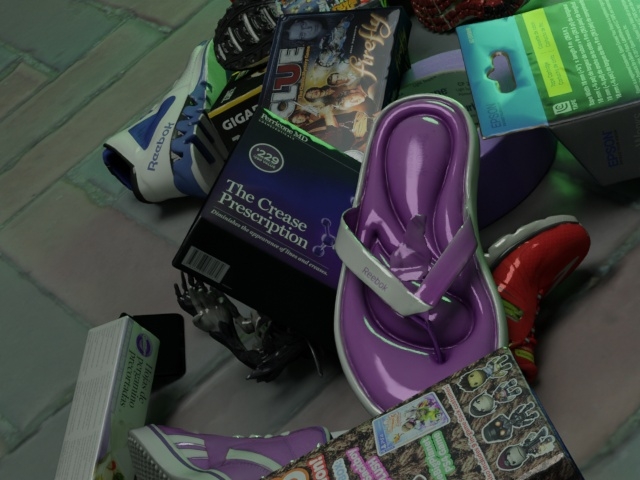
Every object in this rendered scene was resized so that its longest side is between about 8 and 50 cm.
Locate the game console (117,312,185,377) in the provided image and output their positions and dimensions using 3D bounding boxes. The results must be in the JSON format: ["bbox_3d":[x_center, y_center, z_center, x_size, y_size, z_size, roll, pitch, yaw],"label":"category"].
[{"bbox_3d":[-0.225,0.150,1.763,0.107,0.071,0.122,-53,24,25],"label":"game console"}]

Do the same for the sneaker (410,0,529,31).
[{"bbox_3d":[0.214,-0.346,2.003,0.093,0.088,0.225,-30,27,-37],"label":"sneaker"}]

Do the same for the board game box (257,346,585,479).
[{"bbox_3d":[0.088,0.267,1.149,0.291,0.232,0.141,-30,33,5],"label":"board game box"}]

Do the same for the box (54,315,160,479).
[{"bbox_3d":[-0.241,0.235,1.558,0.067,0.063,0.324,-21,45,29],"label":"box"}]

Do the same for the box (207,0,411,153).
[{"bbox_3d":[-0.010,-0.226,1.926,0.257,0.079,0.322,-25,13,9],"label":"box"}]

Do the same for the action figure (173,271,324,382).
[{"bbox_3d":[-0.072,0.066,1.631,0.164,0.141,0.276,-41,31,-18],"label":"action figure"}]

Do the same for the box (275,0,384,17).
[{"bbox_3d":[0.010,-0.309,1.853,0.137,0.027,0.094,-25,55,17],"label":"box"}]

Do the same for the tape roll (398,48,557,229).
[{"bbox_3d":[0.143,-0.115,1.736,0.275,0.090,0.274,-22,33,15],"label":"tape roll"}]

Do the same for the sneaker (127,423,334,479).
[{"bbox_3d":[-0.072,0.220,1.341,0.161,0.102,0.282,-19,16,-25],"label":"sneaker"}]

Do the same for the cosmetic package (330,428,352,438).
[{"bbox_3d":[-0.004,0.255,1.379,0.231,0.085,0.117,-13,38,30],"label":"cosmetic package"}]

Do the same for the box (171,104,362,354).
[{"bbox_3d":[0.000,0.000,1.544,0.103,0.261,0.184,-55,9,46],"label":"box"}]

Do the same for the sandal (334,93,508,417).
[{"bbox_3d":[0.085,0.003,1.412,0.169,0.102,0.416,-11,51,12],"label":"sandal"}]

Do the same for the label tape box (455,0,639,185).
[{"bbox_3d":[0.336,-0.180,1.590,0.334,0.106,0.240,-14,37,8],"label":"label tape box"}]

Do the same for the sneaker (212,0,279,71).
[{"bbox_3d":[-0.025,-0.312,1.956,0.272,0.108,0.100,-32,70,13],"label":"sneaker"}]

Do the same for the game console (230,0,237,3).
[{"bbox_3d":[0.065,-0.447,2.193,0.387,0.060,0.342,-34,22,-12],"label":"game console"}]

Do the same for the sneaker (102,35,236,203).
[{"bbox_3d":[-0.219,-0.162,2.060,0.182,0.127,0.315,-16,38,20],"label":"sneaker"}]

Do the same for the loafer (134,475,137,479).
[{"bbox_3d":[-0.199,0.248,1.586,0.045,0.039,0.125,-36,33,-8],"label":"loafer"}]

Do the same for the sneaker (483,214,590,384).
[{"bbox_3d":[0.186,0.093,1.447,0.279,0.107,0.118,-43,53,-11],"label":"sneaker"}]

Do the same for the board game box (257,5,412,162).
[{"bbox_3d":[0.008,-0.161,1.693,0.165,0.042,0.243,0,64,24],"label":"board game box"}]
